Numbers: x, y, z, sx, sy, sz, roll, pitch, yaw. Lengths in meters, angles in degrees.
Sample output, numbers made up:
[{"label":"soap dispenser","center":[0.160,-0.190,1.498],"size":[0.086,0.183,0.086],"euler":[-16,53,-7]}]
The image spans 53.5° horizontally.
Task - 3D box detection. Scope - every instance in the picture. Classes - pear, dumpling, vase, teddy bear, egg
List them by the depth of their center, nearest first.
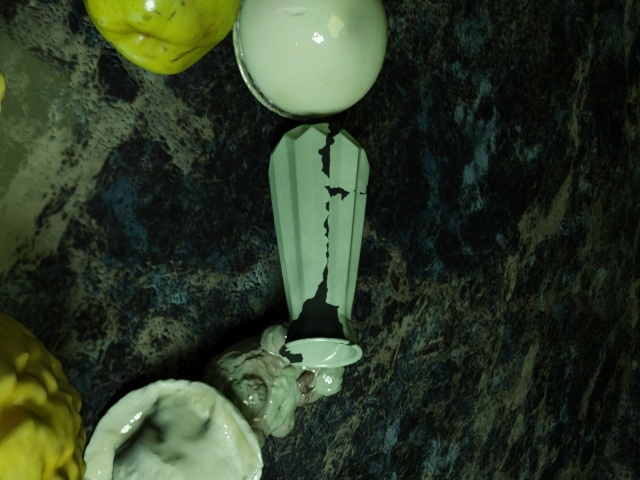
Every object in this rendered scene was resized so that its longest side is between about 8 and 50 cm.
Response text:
[{"label":"pear","center":[-0.194,-0.317,0.794],"size":[0.200,0.200,0.200],"euler":[-7,100,-41]},{"label":"dumpling","center":[-0.216,0.311,0.857],"size":[0.243,0.175,0.227],"euler":[-34,81,-22]},{"label":"vase","center":[0.000,0.000,0.947],"size":[0.165,0.165,0.360],"euler":[27,50,-40]},{"label":"egg","center":[0.024,-0.319,0.993],"size":[0.286,0.174,0.264],"euler":[0,100,-45]},{"label":"teddy bear","center":[-0.063,0.216,1.007],"size":[0.267,0.151,0.236],"euler":[-16,128,-36]}]

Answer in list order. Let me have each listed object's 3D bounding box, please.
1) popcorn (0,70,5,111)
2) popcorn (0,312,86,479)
[{"label":"popcorn","center":[-0.422,-0.111,0.512],"size":[0.349,0.382,0.349],"euler":[-38,141,-41]},{"label":"popcorn","center":[-0.382,0.238,0.597],"size":[0.354,0.390,0.344],"euler":[49,42,1]}]
